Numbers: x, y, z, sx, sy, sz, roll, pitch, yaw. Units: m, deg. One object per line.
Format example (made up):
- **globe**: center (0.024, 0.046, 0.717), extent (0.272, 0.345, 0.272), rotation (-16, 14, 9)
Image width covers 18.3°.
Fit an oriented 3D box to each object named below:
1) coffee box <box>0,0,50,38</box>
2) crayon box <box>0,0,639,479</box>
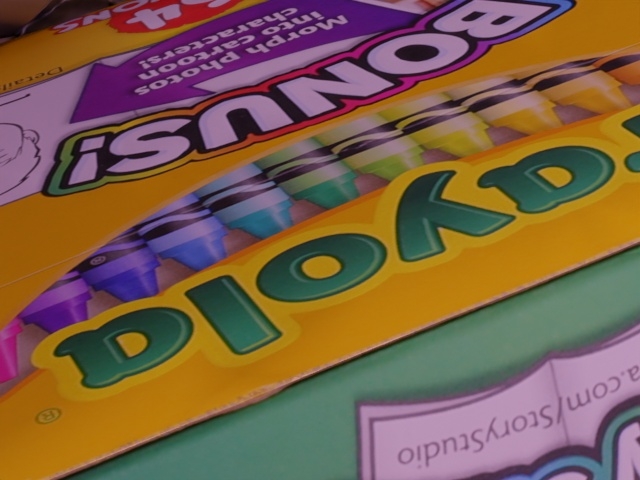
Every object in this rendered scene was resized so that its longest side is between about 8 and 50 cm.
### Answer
- **coffee box**: center (-0.207, -0.267, 0.573), extent (0.338, 0.338, 0.334), rotation (7, 84, -17)
- **crayon box**: center (0.000, 0.000, 0.620), extent (0.363, 0.313, 0.106), rotation (-21, 115, -14)
